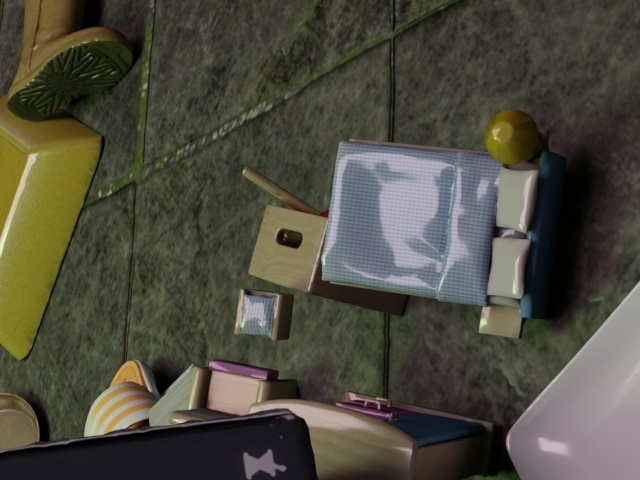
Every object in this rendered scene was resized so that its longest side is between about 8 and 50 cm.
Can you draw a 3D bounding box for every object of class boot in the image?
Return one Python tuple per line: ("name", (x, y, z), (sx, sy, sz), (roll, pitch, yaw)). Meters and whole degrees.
("boot", (-0.345, -0.323, 2.044), (0.236, 0.089, 0.269), (-21, 52, 32))

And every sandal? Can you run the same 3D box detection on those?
("sandal", (-0.219, 0.194, 1.585), (0.102, 0.076, 0.265), (-60, 24, 7))

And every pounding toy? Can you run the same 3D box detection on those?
("pounding toy", (0.000, 0.000, 1.391), (0.141, 0.130, 0.100), (15, 89, 56))

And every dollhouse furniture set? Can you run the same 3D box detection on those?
("dollhouse furniture set", (0.021, 0.027, 1.187), (0.286, 0.198, 0.303), (9, 90, 24))

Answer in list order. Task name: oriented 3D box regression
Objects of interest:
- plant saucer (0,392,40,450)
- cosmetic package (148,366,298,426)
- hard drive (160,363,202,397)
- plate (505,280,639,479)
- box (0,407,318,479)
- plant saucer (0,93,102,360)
("plant saucer", (-0.430, 0.283, 1.926), (0.168, 0.029, 0.168), (-15, 57, 23))
("cosmetic package", (-0.080, 0.253, 1.408), (0.107, 0.127, 0.238), (-45, 45, 36))
("hard drive", (-0.218, 0.296, 1.620), (0.307, 0.040, 0.203), (-45, 29, 36))
("plate", (0.272, 0.152, 1.023), (0.277, 0.045, 0.278), (-54, 39, 26))
("box", (-0.110, 0.452, 1.040), (0.471, 0.298, 0.479), (94, 167, -54))
("plant saucer", (-0.455, -0.041, 2.094), (0.333, 0.081, 0.332), (31, 103, 55))
